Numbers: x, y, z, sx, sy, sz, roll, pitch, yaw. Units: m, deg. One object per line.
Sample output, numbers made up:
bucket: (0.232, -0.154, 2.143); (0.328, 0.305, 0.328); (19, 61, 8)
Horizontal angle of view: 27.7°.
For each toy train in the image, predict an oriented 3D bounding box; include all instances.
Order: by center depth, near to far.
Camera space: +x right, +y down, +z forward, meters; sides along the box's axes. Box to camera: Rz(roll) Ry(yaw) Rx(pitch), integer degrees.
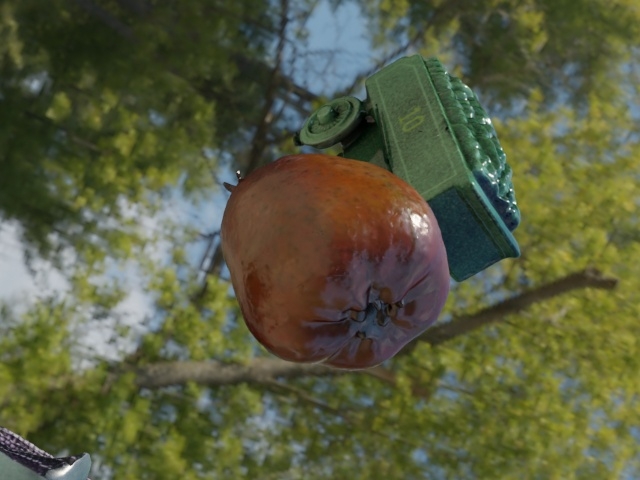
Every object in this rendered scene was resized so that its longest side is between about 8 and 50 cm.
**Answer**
toy train: (0.046, -0.034, 0.671); (0.099, 0.070, 0.172); (-31, -148, 13)

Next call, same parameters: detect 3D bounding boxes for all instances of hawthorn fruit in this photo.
hawthorn fruit: (0.000, 0.000, 0.483); (0.081, 0.081, 0.093); (-53, -135, 20)

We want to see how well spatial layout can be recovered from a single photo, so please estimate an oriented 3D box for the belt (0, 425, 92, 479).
belt: (-0.265, 0.261, 0.824); (0.325, 0.122, 0.260); (-42, 159, -52)
